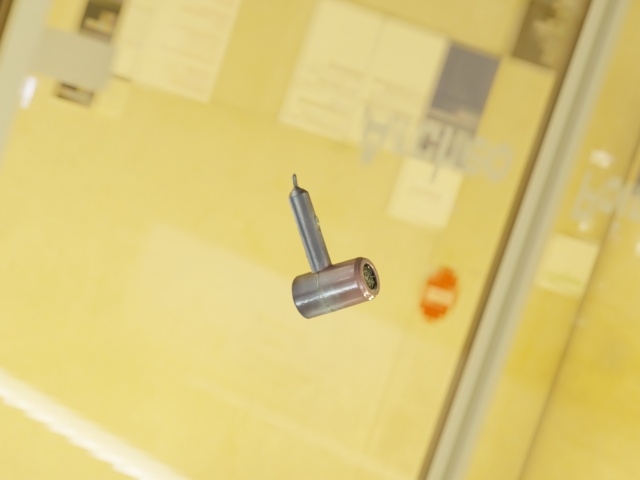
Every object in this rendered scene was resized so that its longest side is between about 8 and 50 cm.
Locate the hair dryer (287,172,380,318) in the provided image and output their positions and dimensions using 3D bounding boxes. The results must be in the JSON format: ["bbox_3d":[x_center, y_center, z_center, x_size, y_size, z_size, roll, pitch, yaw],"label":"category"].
[{"bbox_3d":[0.000,0.000,1.549,0.063,0.114,0.037,-19,180,26],"label":"hair dryer"}]
